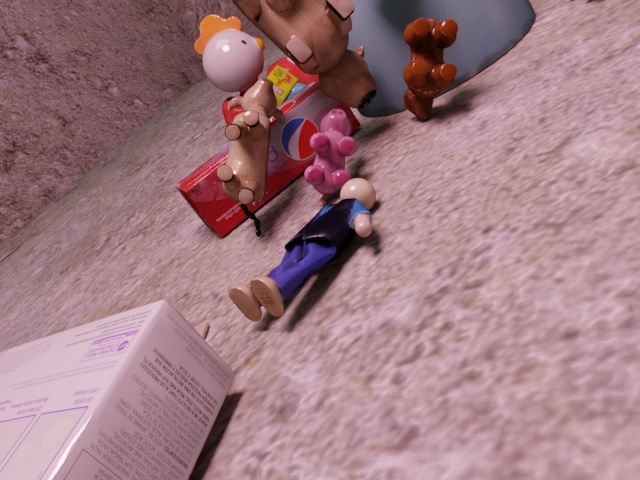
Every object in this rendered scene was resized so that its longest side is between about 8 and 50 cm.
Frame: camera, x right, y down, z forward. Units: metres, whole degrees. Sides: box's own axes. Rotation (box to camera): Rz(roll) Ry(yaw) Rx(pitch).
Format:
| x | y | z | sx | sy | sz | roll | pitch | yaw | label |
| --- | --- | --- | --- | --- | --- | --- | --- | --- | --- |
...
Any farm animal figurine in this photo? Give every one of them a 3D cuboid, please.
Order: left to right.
| x | y | z | sx | sy | sz | roll | pitch | yaw | label |
| --- | --- | --- | --- | --- | --- | --- | --- | --- | --- |
| -0.016 | -0.219 | 0.719 | 0.330 | 0.327 | 0.172 | -27 | 6 | 2 | farm animal figurine |

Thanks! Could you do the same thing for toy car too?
| x | y | z | sx | sy | sz | roll | pitch | yaw | label |
| --- | --- | --- | --- | --- | --- | --- | --- | --- | --- |
| -0.127 | -0.321 | 1.087 | 0.210 | 0.238 | 0.219 | -27 | 25 | 17 | toy car |

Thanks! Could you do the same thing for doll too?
| x | y | z | sx | sy | sz | roll | pitch | yaw | label |
| --- | --- | --- | --- | --- | --- | --- | --- | --- | --- |
| 0.000 | 0.000 | 0.557 | 0.129 | 0.046 | 0.189 | -21 | 19 | 50 | doll |

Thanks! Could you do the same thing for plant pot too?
| x | y | z | sx | sy | sz | roll | pitch | yaw | label |
| --- | --- | --- | --- | --- | --- | --- | --- | --- | --- |
| 0.134 | -0.346 | 0.848 | 0.290 | 0.195 | 0.290 | -28 | 24 | 14 | plant pot |

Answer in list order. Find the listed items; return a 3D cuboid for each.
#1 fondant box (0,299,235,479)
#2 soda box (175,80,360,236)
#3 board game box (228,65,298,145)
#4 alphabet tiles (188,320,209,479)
| x | y | z | sx | sy | sz | roll | pitch | yaw | label |
| --- | --- | --- | --- | --- | --- | --- | --- | --- | --- |
| -0.227 | 0.207 | 0.386 | 0.238 | 0.096 | 0.330 | -18 | 30 | 31 | fondant box |
| -0.075 | -0.123 | 0.839 | 0.263 | 0.083 | 0.092 | -40 | 23 | -11 | soda box |
| -0.107 | -0.190 | 0.961 | 0.181 | 0.043 | 0.092 | -52 | 10 | 36 | board game box |
| -0.172 | 0.168 | 0.514 | 0.198 | 0.009 | 0.237 | -27 | 25 | 18 | alphabet tiles |
